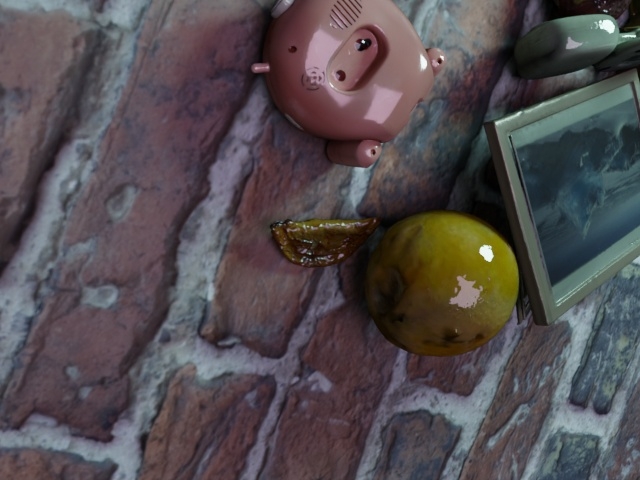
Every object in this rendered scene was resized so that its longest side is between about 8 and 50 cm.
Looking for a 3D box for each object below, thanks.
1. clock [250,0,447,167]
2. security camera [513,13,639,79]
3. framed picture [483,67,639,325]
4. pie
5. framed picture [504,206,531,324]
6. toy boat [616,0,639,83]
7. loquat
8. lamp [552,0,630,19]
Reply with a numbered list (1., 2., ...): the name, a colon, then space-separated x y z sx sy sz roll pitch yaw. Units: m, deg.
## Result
1. clock: 0.033 -0.254 0.861 0.241 0.142 0.227 40 81 -24
2. security camera: 0.482 -0.336 1.043 0.302 0.157 0.080 -8 87 -13
3. framed picture: 0.455 -0.094 1.031 0.446 0.028 0.325 -25 102 -35
4. pie: 0.001 0.002 0.956 0.191 0.033 0.088 -3 117 -28
5. framed picture: 0.378 -0.006 1.076 0.274 0.017 0.217 -37 119 -50
6. toy boat: 0.627 -0.360 1.168 0.122 0.089 0.320 -21 111 -16
7. loquat: 0.193 0.066 0.960 0.244 0.244 0.243 -6 103 -26
8. lamp: 0.477 -0.442 1.046 0.157 0.135 0.156 -50 118 -12
